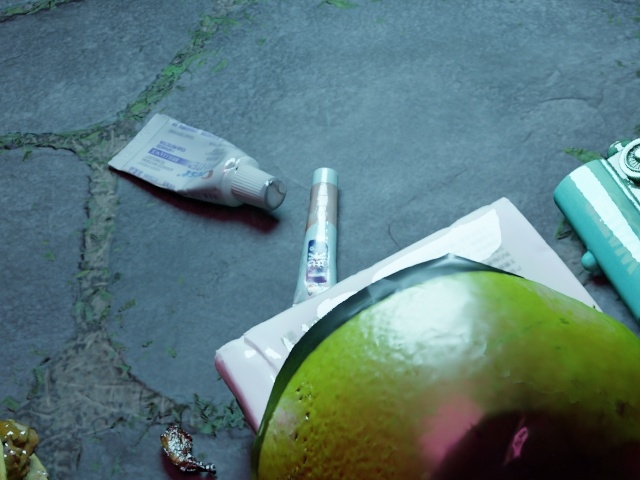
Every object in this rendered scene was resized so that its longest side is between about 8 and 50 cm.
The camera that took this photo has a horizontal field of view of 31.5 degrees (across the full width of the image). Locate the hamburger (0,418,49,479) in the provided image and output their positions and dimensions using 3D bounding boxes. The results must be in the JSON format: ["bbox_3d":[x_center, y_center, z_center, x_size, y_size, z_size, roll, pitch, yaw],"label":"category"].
[{"bbox_3d":[-0.418,0.264,1.196,0.245,0.155,0.282,-39,49,-23],"label":"hamburger"}]

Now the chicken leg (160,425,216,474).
[{"bbox_3d":[-0.149,0.235,1.244,0.036,0.021,0.083,-30,51,-24],"label":"chicken leg"}]

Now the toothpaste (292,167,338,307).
[{"bbox_3d":[0.000,0.000,1.399,0.056,0.036,0.205,-3,54,12],"label":"toothpaste"}]

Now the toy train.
[{"bbox_3d":[0.369,-0.010,1.291,0.159,0.101,0.248,-31,49,8],"label":"toy train"}]

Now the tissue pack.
[{"bbox_3d":[0.105,0.156,1.137,0.356,0.194,0.266,-27,54,-8],"label":"tissue pack"}]

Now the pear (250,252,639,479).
[{"bbox_3d":[0.147,0.218,0.921,0.398,0.399,0.165,-26,8,-9],"label":"pear"}]

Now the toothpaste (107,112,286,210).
[{"bbox_3d":[-0.157,-0.101,1.506,0.282,0.069,0.099,23,32,36],"label":"toothpaste"}]
